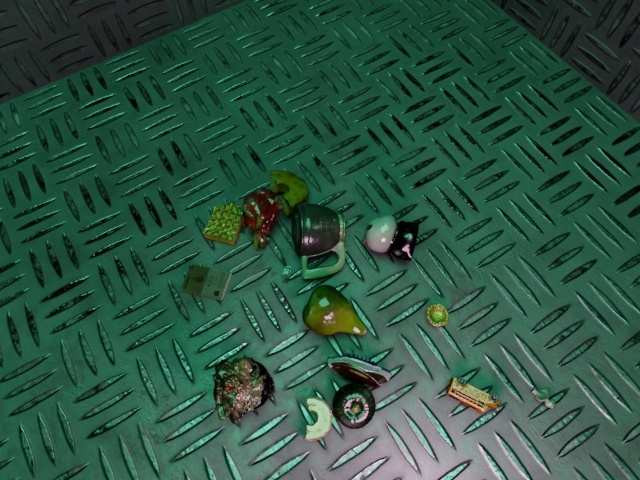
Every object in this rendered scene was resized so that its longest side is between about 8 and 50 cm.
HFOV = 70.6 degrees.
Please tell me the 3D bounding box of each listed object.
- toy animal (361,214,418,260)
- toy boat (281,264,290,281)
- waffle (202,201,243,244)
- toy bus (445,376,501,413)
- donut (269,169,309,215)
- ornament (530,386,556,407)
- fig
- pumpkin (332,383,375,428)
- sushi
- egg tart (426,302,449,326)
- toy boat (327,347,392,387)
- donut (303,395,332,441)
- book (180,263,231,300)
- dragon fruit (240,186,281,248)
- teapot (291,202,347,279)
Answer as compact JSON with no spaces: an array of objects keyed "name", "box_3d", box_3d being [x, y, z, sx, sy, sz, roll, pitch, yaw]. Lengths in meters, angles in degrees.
[{"name":"toy animal","box_3d":[0.311,-0.019,2.014,0.235,0.187,0.165,18,57,8]},{"name":"toy boat","box_3d":[-0.154,0.148,2.035,0.038,0.038,0.083,11,66,7]},{"name":"waffle","box_3d":[-0.451,-0.094,2.153,0.160,0.055,0.211,12,66,7]},{"name":"toy bus","box_3d":[0.594,0.607,1.758,0.194,0.083,0.088,25,71,16]},{"name":"donut","box_3d":[-0.137,-0.232,2.170,0.152,0.101,0.259,-12,51,-23]},{"name":"ornament","box_3d":[0.872,0.613,1.767,0.068,0.041,0.092,-7,49,-26]},{"name":"fig","box_3d":[0.070,0.310,1.882,0.275,0.206,0.206,24,66,-2]},{"name":"pumpkin","box_3d":[0.128,0.633,1.738,0.167,0.125,0.167,-8,62,16]},{"name":"sushi","box_3d":[-0.308,0.561,1.739,0.225,0.219,0.238,-28,65,-7]},{"name":"egg tart","box_3d":[0.497,0.319,1.925,0.105,0.039,0.105,-1,64,2]},{"name":"toy boat","box_3d":[0.157,0.506,1.816,0.262,0.114,0.115,20,35,13]},{"name":"donut","box_3d":[-0.007,0.690,1.749,0.108,0.065,0.166,3,63,4]},{"name":"book","box_3d":[-0.515,0.187,2.040,0.198,0.016,0.138,11,65,8]},{"name":"dragon fruit","box_3d":[-0.274,-0.112,2.105,0.198,0.269,0.200,3,24,19]},{"name":"teapot","box_3d":[0.003,-0.016,2.005,0.239,0.239,0.322,-2,59,-11]}]
